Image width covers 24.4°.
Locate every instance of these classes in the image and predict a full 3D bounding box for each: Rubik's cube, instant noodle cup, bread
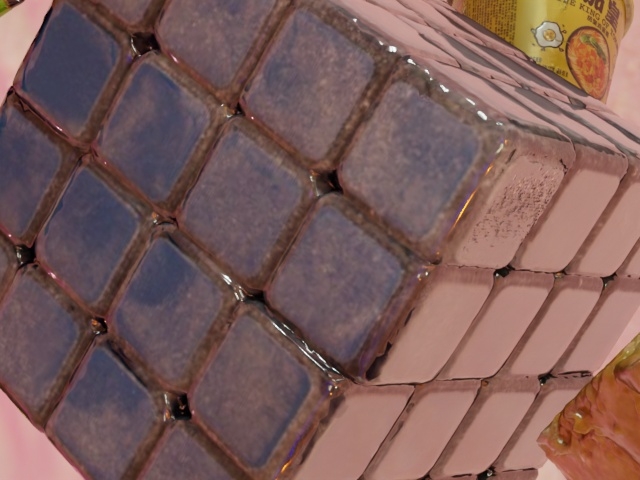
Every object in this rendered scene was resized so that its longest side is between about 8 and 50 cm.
[{"bbox_3d":[0.000,0.000,1.000,0.344,0.343,0.337,40,108,29],"label":"Rubik's cube"},{"bbox_3d":[0.201,-0.167,1.403,0.182,0.182,0.144,-25,45,47],"label":"instant noodle cup"},{"bbox_3d":[0.130,0.053,0.458,0.080,0.084,0.109,44,159,9],"label":"bread"}]

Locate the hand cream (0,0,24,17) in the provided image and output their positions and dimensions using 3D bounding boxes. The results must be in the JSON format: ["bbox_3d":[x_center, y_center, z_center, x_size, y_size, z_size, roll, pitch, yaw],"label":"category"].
[{"bbox_3d":[-0.327,-0.196,1.364,0.122,0.023,0.036,-36,51,-4],"label":"hand cream"}]
